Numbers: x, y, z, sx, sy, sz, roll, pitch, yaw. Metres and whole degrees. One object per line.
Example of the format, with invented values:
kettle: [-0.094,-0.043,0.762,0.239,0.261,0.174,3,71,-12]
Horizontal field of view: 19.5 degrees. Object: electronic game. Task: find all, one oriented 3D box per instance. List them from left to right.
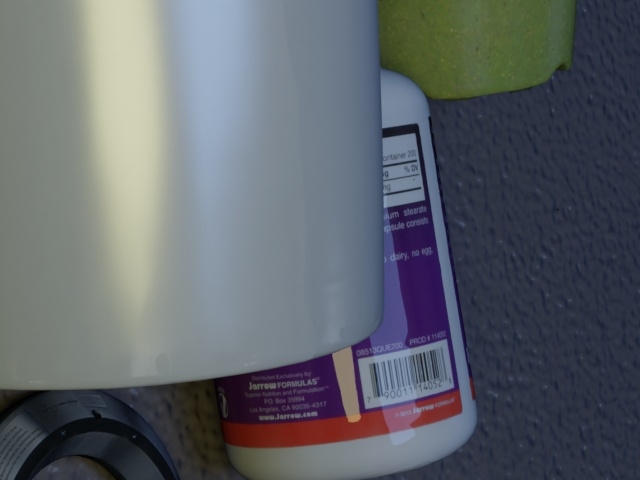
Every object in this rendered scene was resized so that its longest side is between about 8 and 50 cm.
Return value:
electronic game: [-0.159,0.209,1.208,0.229,0.048,0.229,12,75,-54]

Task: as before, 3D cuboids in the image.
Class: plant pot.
plant pot: [0.092,-0.245,1.402,0.276,0.276,0.254,-22,114,-46]

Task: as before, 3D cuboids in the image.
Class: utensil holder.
utensil holder: [-0.123,-0.134,1.071,0.327,0.327,0.385,-12,103,-47]

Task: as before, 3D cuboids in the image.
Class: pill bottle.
pill bottle: [0.000,0.000,1.306,0.181,0.181,0.323,-12,94,-47]
